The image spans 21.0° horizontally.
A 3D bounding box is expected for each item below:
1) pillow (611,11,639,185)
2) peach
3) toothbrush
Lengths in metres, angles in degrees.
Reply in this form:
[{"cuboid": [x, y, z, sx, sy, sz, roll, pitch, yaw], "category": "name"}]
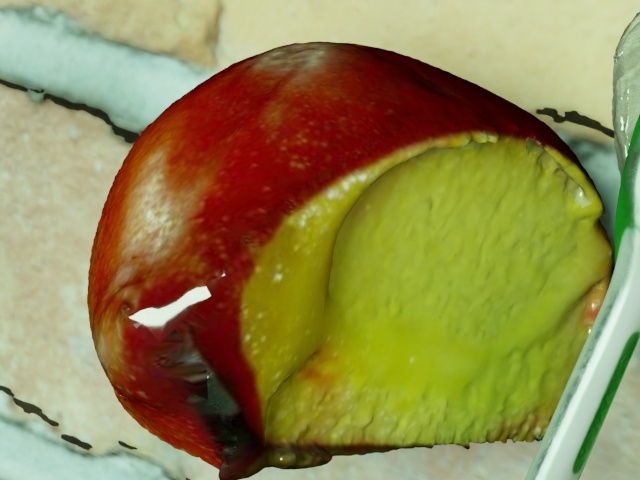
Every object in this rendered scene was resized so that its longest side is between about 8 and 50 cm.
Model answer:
[{"cuboid": [0.222, -0.063, 0.684, 0.232, 0.038, 0.131, -15, 79, 32], "category": "pillow"}, {"cuboid": [-0.003, -0.002, 0.697, 0.154, 0.267, 0.159, 24, 106, 42], "category": "peach"}, {"cuboid": [0.131, -0.015, 0.695, 0.040, 0.042, 0.418, 26, 97, 33], "category": "toothbrush"}]
